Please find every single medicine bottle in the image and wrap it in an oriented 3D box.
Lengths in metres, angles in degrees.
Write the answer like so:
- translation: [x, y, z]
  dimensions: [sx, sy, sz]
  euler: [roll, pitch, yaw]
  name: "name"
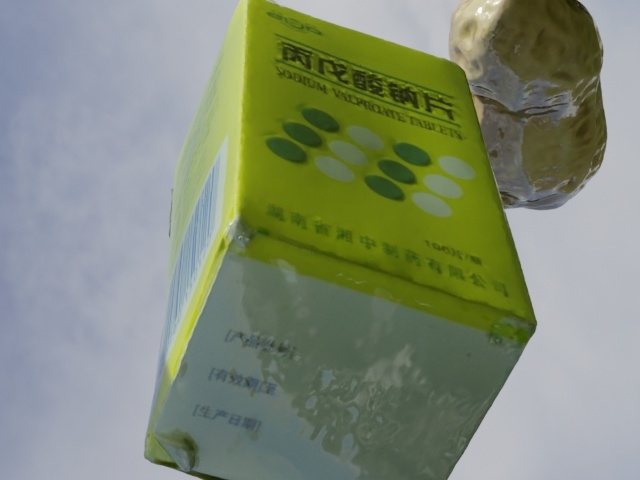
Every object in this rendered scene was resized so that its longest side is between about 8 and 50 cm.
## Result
- translation: [0.000, 0.000, 0.617]
  dimensions: [0.137, 0.141, 0.250]
  euler: [15, -148, -11]
  name: "medicine bottle"

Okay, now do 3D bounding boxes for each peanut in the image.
- translation: [0.182, -0.134, 1.141]
  dimensions: [0.140, 0.153, 0.325]
  euler: [41, 172, 27]
  name: "peanut"
